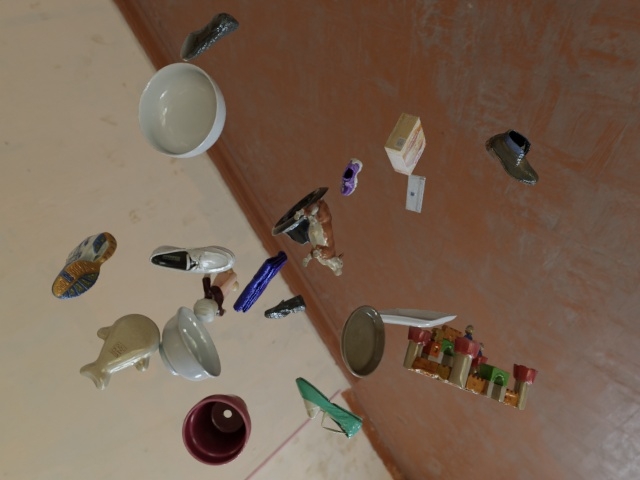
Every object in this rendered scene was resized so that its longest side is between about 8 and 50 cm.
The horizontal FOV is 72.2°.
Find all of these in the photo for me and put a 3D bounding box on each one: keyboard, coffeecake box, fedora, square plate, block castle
[{"bbox_3d":[0.425,-0.209,1.972,0.072,0.014,0.256,21,153,19],"label":"keyboard"},{"bbox_3d":[0.307,-0.340,1.568,0.068,0.142,0.185,25,172,27],"label":"coffeecake box"},{"bbox_3d":[-0.053,-0.089,1.933,0.152,0.334,0.334,50,152,-13],"label":"fedora"},{"bbox_3d":[0.462,0.387,2.210,0.348,0.344,0.049,0,87,37],"label":"square plate"},{"bbox_3d":[0.552,0.445,1.625,0.454,0.212,0.303,27,165,-31],"label":"block castle"}]

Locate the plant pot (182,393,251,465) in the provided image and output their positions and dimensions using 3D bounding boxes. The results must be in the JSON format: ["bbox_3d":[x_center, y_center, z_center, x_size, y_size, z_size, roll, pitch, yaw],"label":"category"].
[{"bbox_3d":[-0.309,0.575,1.388,0.201,0.201,0.180,52,180,5],"label":"plant pot"}]

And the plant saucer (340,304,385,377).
[{"bbox_3d":[0.165,0.394,1.727,0.041,0.278,0.277,-3,119,42],"label":"plant saucer"}]

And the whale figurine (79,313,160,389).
[{"bbox_3d":[-0.687,0.385,1.521,0.216,0.272,0.141,38,147,0],"label":"whale figurine"}]

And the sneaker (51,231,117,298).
[{"bbox_3d":[-0.861,0.094,1.576,0.131,0.296,0.111,-5,129,27],"label":"sneaker"}]

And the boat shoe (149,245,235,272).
[{"bbox_3d":[-0.400,0.067,1.374,0.084,0.259,0.095,-116,26,-76],"label":"boat shoe"}]

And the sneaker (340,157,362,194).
[{"bbox_3d":[0.099,-0.232,1.640,0.068,0.071,0.169,32,142,16],"label":"sneaker"}]

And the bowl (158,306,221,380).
[{"bbox_3d":[-0.501,0.405,1.626,0.297,0.134,0.298,60,177,5],"label":"bowl"}]

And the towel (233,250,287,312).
[{"bbox_3d":[-0.275,0.199,2.079,0.076,0.228,0.308,40,109,6],"label":"towel"}]

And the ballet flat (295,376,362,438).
[{"bbox_3d":[0.012,0.516,1.329,0.247,0.087,0.083,35,156,-2],"label":"ballet flat"}]

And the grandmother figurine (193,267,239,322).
[{"bbox_3d":[-0.415,0.214,1.745,0.207,0.104,0.342,63,-168,-17],"label":"grandmother figurine"}]

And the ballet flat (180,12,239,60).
[{"bbox_3d":[-0.245,-0.431,0.947,0.173,0.049,0.057,-12,80,38],"label":"ballet flat"}]

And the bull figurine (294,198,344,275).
[{"bbox_3d":[0.000,0.000,1.690,0.101,0.188,0.309,-9,98,31],"label":"bull figurine"}]

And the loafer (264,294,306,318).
[{"bbox_3d":[-0.143,0.265,1.743,0.062,0.170,0.061,83,171,-53],"label":"loafer"}]

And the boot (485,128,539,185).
[{"bbox_3d":[0.648,-0.269,1.429,0.219,0.082,0.106,40,163,-2],"label":"boot"}]

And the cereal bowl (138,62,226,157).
[{"bbox_3d":[-0.496,-0.470,1.635,0.339,0.339,0.141,48,-167,12],"label":"cereal bowl"}]
